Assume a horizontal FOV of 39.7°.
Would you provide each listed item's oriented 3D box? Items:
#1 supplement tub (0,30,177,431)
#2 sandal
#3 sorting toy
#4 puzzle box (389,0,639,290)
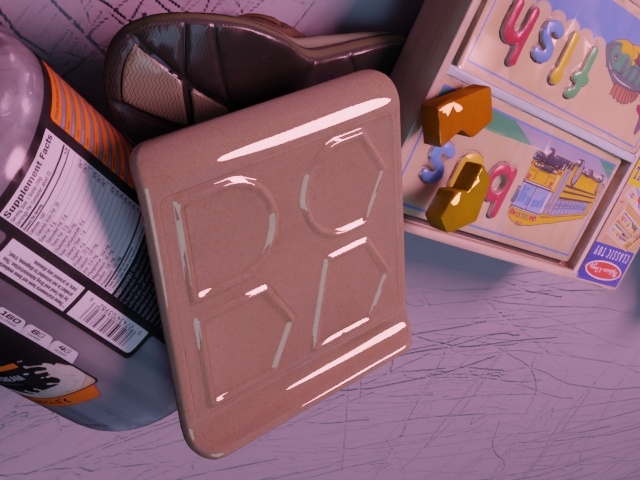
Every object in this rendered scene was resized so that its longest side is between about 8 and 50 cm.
[{"bbox_3d":[-0.206,-0.009,0.600,0.194,0.193,0.316,-38,137,4],"label":"supplement tub"},{"bbox_3d":[-0.040,-0.121,0.691,0.303,0.086,0.120,-9,129,-46],"label":"sandal"},{"bbox_3d":[0.012,-0.004,0.652,0.307,0.041,0.229,-24,119,-33],"label":"sorting toy"},{"bbox_3d":[0.221,-0.106,0.829,0.409,0.052,0.272,13,108,-42],"label":"puzzle box"}]
